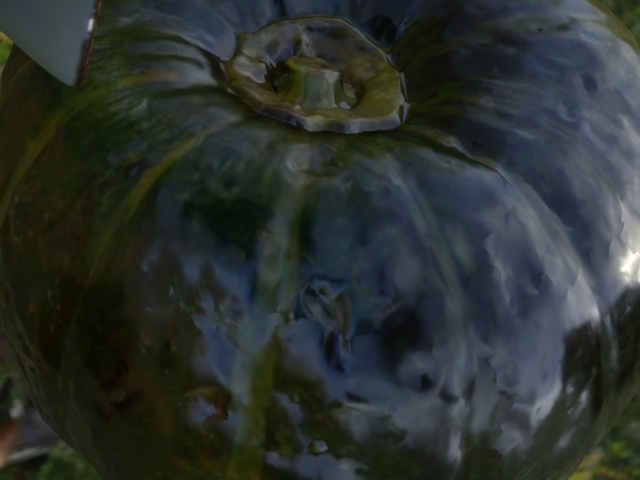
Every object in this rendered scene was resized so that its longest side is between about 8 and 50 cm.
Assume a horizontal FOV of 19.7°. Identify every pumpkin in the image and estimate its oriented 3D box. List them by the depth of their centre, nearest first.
[{"bbox_3d":[0.000,0.002,0.661,0.260,0.260,0.189,-64,165,-45],"label":"pumpkin"}]

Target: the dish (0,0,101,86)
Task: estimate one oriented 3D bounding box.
[{"bbox_3d":[-0.067,-0.132,0.390,0.066,0.190,0.190,9,60,-8],"label":"dish"}]
